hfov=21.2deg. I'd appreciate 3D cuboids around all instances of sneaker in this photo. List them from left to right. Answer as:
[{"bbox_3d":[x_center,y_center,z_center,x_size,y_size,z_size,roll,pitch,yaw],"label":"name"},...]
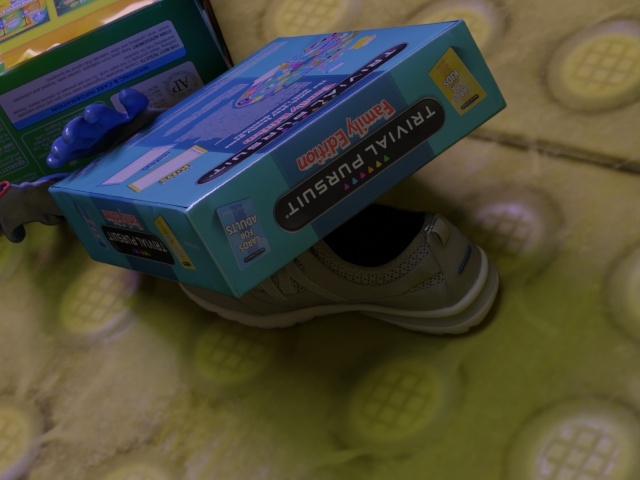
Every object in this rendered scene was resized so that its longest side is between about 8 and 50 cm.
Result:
[{"bbox_3d":[0.000,0.000,1.356,0.281,0.115,0.105,0,52,28],"label":"sneaker"}]

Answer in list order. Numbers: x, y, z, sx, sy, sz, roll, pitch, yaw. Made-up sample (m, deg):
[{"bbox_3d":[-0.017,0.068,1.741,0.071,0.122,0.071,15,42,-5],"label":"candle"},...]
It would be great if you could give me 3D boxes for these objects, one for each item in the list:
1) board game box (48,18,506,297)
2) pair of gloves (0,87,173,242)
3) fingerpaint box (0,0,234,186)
[{"bbox_3d":[-0.047,-0.070,1.346,0.253,0.079,0.336,-36,18,-18],"label":"board game box"},{"bbox_3d":[-0.214,-0.062,1.488,0.198,0.159,0.023,-42,77,19],"label":"pair of gloves"},{"bbox_3d":[-0.332,-0.195,1.657,0.444,0.163,0.371,-24,44,2],"label":"fingerpaint box"}]
